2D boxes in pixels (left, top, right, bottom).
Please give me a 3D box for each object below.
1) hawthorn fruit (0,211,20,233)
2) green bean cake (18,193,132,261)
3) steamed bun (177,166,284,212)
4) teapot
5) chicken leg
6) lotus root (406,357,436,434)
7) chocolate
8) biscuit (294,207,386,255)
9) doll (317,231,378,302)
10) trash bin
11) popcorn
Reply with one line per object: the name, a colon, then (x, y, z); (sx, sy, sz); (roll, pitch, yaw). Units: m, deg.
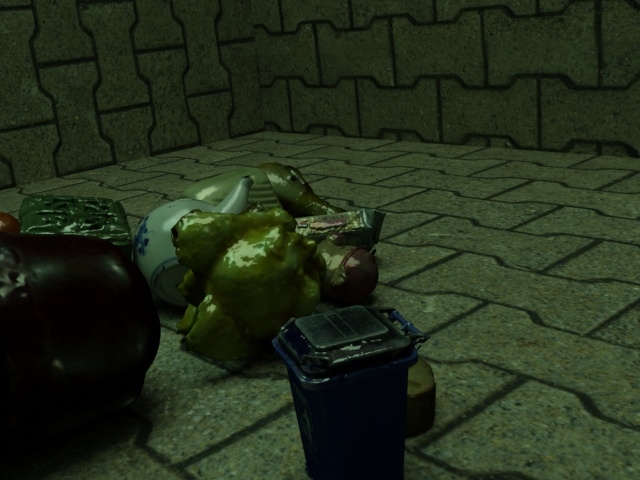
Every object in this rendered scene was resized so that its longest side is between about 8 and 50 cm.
hawthorn fruit: (-0.894, 0.037, 2.059); (0.197, 0.196, 0.225); (2, 34, 23)
green bean cake: (-0.550, -0.005, 1.729); (0.241, 0.132, 0.255); (3, 22, -20)
steamed bun: (-0.259, -0.042, 2.053); (0.290, 0.273, 0.272); (-15, 3, -41)
teapot: (-0.304, 0.006, 1.782); (0.424, 0.252, 0.280); (-36, 39, 23)
chicken leg: (-0.051, -0.099, 2.192); (0.429, 0.152, 0.201); (26, 44, 20)
lotus root: (0.088, 0.232, 1.256); (0.170, 0.074, 0.261); (-15, 18, -31)
chocolate: (-0.439, 0.165, 1.265); (0.331, 0.383, 0.384); (3, 8, -41)
biscuit: (0.000, 0.003, 1.906); (0.309, 0.186, 0.079); (-9, 54, -10)
doll: (0.010, 0.059, 1.726); (0.256, 0.152, 0.196); (6, 28, 25)
trash bin: (0.047, 0.216, 1.038); (0.184, 0.234, 0.162); (-11, 19, -17)
popcorn: (-0.142, 0.102, 1.476); (0.290, 0.321, 0.325); (14, 37, 6)
